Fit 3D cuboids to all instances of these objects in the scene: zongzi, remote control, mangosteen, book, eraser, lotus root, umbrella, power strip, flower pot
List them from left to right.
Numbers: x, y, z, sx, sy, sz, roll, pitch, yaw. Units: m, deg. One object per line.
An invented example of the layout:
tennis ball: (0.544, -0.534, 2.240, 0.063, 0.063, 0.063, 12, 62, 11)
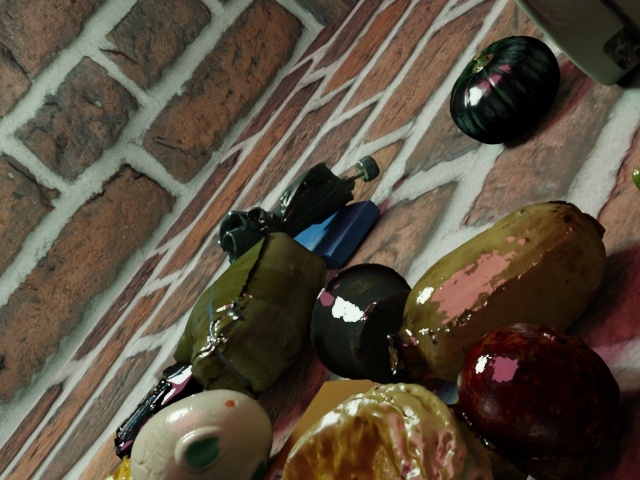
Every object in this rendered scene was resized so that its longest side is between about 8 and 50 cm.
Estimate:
remote control: (-0.278, 0.275, 2.024, 0.398, 0.062, 0.144, -50, 16, -9)
zongzi: (-0.180, 0.198, 1.731, 0.393, 0.174, 0.356, -39, 14, 27)
umbrella: (-0.041, -0.065, 1.889, 0.349, 0.094, 0.143, -33, -13, -17)
eraser: (0.000, 0.000, 1.994, 0.144, 0.043, 0.312, -54, 17, -21)
book: (0.032, 0.281, 1.272, 0.262, 0.028, 0.374, -54, 17, -24)
flower pot: (0.079, 0.113, 1.268, 0.157, 0.157, 0.107, -51, 26, -11)
lotus root: (0.198, 0.067, 1.135, 0.284, 0.146, 0.160, -33, -3, -1)
mangosteen: (0.203, 0.168, 0.958, 0.146, 0.181, 0.156, -9, 21, -26)
power strip: (0.377, -0.388, 1.445, 0.161, 0.357, 0.357, -42, 17, 24)

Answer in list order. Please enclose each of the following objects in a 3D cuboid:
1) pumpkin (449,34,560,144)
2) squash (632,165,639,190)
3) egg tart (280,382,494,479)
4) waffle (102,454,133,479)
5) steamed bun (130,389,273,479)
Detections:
pumpkin: (0.299, -0.252, 1.648, 0.202, 0.140, 0.202, -41, 20, 19)
squash: (0.370, -0.051, 1.089, 0.027, 0.083, 0.027, -44, 17, 17)
egg tart: (0.055, 0.306, 0.907, 0.352, 0.150, 0.351, -43, 33, 37)
waffle: (-0.304, 0.426, 1.731, 0.329, 0.062, 0.329, -42, 16, 15)
steamed bun: (-0.168, 0.319, 1.443, 0.228, 0.177, 0.130, -38, 31, 19)
